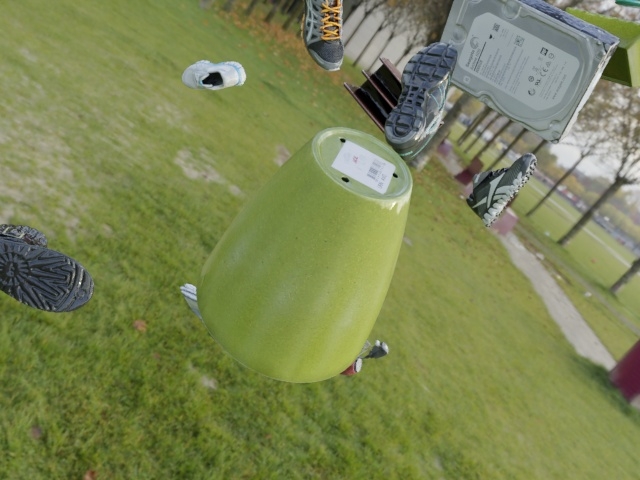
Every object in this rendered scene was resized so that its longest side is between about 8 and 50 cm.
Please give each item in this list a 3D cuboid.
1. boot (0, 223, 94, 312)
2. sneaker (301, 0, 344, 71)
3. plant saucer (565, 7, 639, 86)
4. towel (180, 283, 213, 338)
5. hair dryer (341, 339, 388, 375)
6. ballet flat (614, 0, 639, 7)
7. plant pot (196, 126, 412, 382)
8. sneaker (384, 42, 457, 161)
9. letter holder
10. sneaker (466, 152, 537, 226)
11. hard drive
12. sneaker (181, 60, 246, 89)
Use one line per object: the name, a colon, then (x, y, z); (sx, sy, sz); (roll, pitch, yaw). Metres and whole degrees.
boot: (-0.684, 0.053, 1.434); (0.348, 0.131, 0.260); (22, 0, -8)
sneaker: (0.009, -0.442, 1.189); (0.084, 0.214, 0.083); (-15, 10, -22)
plant saucer: (0.614, -0.402, 1.302); (0.188, 0.045, 0.188); (34, -3, 39)
towel: (-0.241, 0.225, 1.585); (0.209, 0.034, 0.285); (23, -27, 24)
hair dryer: (0.057, 0.306, 1.855); (0.223, 0.294, 0.080); (55, 31, 6)
ballet flat: (0.629, -0.456, 1.129); (0.213, 0.068, 0.072); (3, 16, -27)
plant pot: (0.000, 0.000, 0.837); (0.275, 0.293, 0.274); (17, 41, -15)
sneaker: (0.208, -0.286, 1.248); (0.101, 0.267, 0.106); (20, -15, 30)
letter holder: (0.243, -0.457, 2.033); (0.301, 0.152, 0.214); (51, 22, 7)
sneaker: (0.407, -0.131, 1.409); (0.106, 0.234, 0.078); (41, 56, 13)
hard drive: (0.411, -0.385, 1.277); (0.339, 0.236, 0.064); (39, 50, 23)
sneaker: (-0.279, -0.398, 1.477); (0.191, 0.071, 0.083); (4, 29, 35)
